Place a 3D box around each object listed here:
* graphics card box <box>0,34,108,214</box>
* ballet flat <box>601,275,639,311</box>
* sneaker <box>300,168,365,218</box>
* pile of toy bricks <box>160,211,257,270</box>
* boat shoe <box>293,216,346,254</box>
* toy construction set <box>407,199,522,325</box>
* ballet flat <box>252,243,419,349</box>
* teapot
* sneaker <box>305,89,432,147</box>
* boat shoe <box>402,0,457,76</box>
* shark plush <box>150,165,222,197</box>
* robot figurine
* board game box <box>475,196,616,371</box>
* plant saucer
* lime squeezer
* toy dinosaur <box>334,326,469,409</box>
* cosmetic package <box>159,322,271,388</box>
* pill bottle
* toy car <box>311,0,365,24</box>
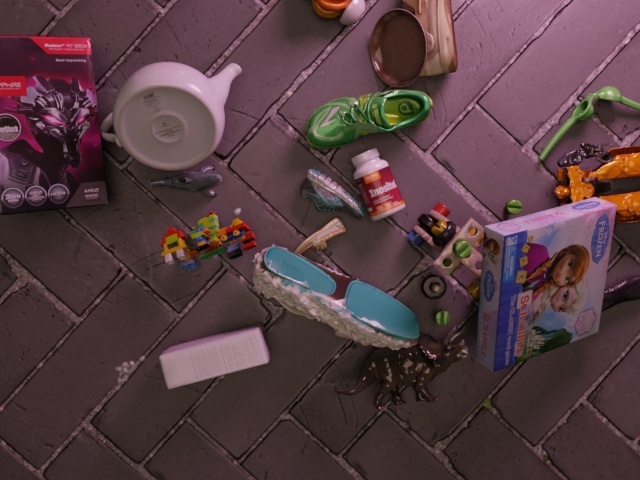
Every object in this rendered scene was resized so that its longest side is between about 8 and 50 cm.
[{"bbox_3d":[-0.599,-0.249,1.490,0.232,0.094,0.371,-8,99,-32],"label":"graphics card box"},{"bbox_3d":[0.699,0.120,1.622,0.173,0.049,0.058,-19,98,-7],"label":"ballet flat"},{"bbox_3d":[0.025,-0.093,1.597,0.166,0.065,0.076,36,108,1],"label":"sneaker"},{"bbox_3d":[-0.251,-0.015,1.578,0.212,0.118,0.105,-21,64,16],"label":"pile of toy bricks"},{"bbox_3d":[0.000,0.000,1.597,0.135,0.050,0.045,-37,87,1],"label":"boat shoe"},{"bbox_3d":[0.358,0.020,1.510,0.308,0.237,0.258,-25,92,-1],"label":"toy construction set"},{"bbox_3d":[0.027,0.143,1.576,0.408,0.147,0.147,28,92,1],"label":"ballet flat"},{"bbox_3d":[-0.332,-0.289,1.519,0.255,0.187,0.253,16,126,-20],"label":"teapot"},{"bbox_3d":[0.107,-0.285,1.550,0.295,0.123,0.110,-16,93,0],"label":"sneaker"},{"bbox_3d":[0.234,-0.540,1.542,0.110,0.121,0.341,-6,93,17],"label":"boat shoe"},{"bbox_3d":[-0.303,-0.144,1.576,0.161,0.067,0.073,9,92,-1],"label":"shark plush"},{"bbox_3d":[0.671,-0.122,1.586,0.290,0.085,0.211,-6,92,-1],"label":"robot figurine"},{"bbox_3d":[0.483,0.091,1.487,0.317,0.066,0.319,-14,117,-25],"label":"board game box"},{"bbox_3d":[0.179,-0.429,1.546,0.029,0.168,0.169,-19,93,-39],"label":"plant saucer"},{"bbox_3d":[0.634,-0.290,1.603,0.310,0.059,0.110,-21,123,-2],"label":"lime squeezer"},{"bbox_3d":[0.185,0.298,1.597,0.313,0.121,0.161,-8,81,4],"label":"toy dinosaur"},{"bbox_3d":[-0.235,0.260,1.571,0.231,0.117,0.086,-16,91,1],"label":"cosmetic package"},{"bbox_3d":[0.127,-0.128,1.576,0.086,0.086,0.152,-24,93,0],"label":"pill bottle"},{"bbox_3d":[0.049,-0.582,1.529,0.159,0.136,0.182,34,91,-2],"label":"toy car"}]
